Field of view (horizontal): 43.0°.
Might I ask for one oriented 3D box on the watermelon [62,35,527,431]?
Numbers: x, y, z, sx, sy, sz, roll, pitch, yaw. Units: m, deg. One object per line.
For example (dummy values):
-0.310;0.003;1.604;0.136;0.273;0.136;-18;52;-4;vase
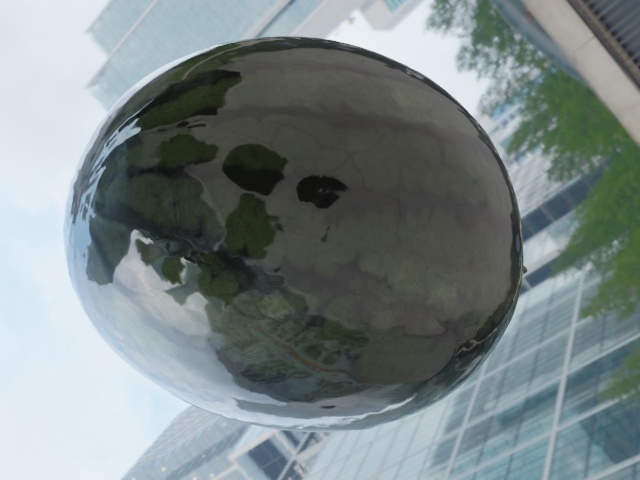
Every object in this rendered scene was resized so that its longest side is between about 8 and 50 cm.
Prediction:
0.000;0.000;0.598;0.360;0.279;0.278;9;-129;-40;watermelon
